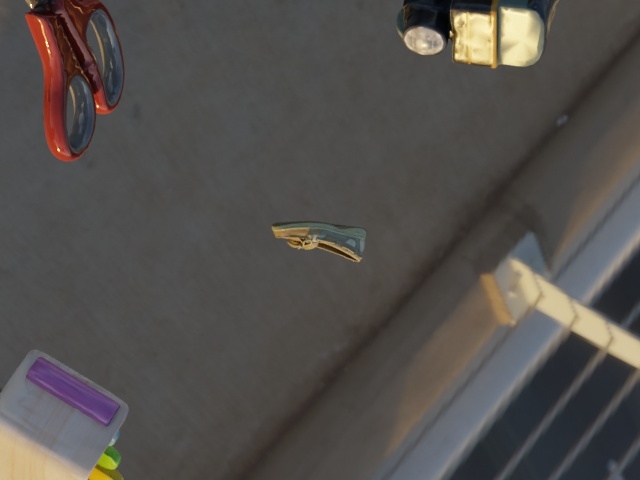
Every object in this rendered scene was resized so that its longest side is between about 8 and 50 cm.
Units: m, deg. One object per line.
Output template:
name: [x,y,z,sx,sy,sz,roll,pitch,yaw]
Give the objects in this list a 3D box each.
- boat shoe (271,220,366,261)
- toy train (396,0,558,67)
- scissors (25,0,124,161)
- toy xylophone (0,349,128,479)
boat shoe: [-0.001,0.000,1.625,0.153,0.056,0.048,7,87,-41]
toy train: [0.202,-0.347,1.414,0.142,0.190,0.334,81,24,-54]
scissors: [-0.179,-0.167,0.756,0.297,0.021,0.109,80,26,-55]
toy xylophone: [-0.265,0.250,1.241,0.236,0.322,0.081,36,55,-5]
